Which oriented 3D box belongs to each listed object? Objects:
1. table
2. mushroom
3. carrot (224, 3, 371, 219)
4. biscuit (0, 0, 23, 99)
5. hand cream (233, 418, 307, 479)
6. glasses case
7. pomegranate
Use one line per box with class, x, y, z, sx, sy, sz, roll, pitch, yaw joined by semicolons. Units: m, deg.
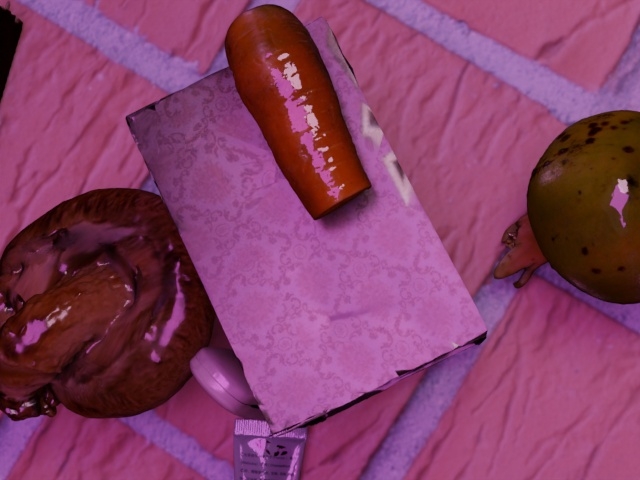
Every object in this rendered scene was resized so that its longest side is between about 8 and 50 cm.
table;0.000;0.000;1.151;0.222;0.272;0.335;-27;80;5
mushroom;-0.247;0.080;1.227;0.283;0.195;0.263;-32;71;-11
carrot;-0.021;-0.116;0.988;0.087;0.087;0.193;-27;77;6
biscuit;-0.433;-0.180;1.332;0.070;0.106;0.252;15;87;10
hand cream;-0.068;0.366;1.235;0.085;0.058;0.331;2;85;12
glasses case;-0.084;0.153;1.191;0.049;0.193;0.074;-46;72;2
pomegranate;0.288;-0.015;1.150;0.246;0.198;0.198;-44;79;16
